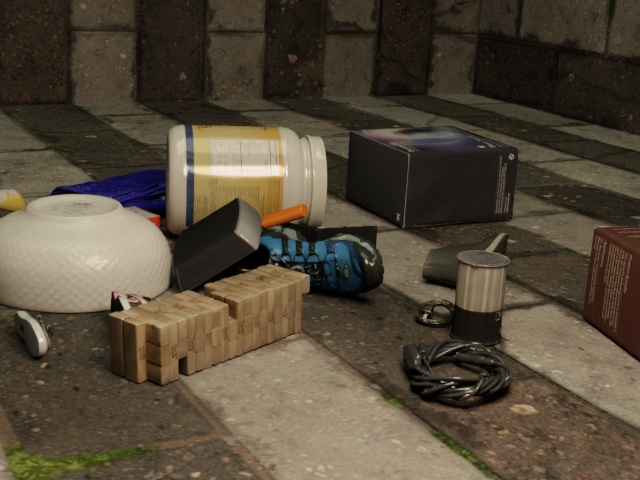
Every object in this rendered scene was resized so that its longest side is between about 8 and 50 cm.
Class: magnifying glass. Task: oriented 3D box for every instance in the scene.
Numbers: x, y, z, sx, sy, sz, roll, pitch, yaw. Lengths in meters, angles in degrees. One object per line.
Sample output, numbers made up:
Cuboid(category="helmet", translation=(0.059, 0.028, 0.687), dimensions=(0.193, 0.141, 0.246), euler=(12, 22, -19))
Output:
Cuboid(category="magnifying glass", translation=(-0.128, -0.025, 1.989), dimensions=(0.231, 0.026, 0.092), euler=(-19, 37, 28))

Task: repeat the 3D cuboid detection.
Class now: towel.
Cuboid(category="towel", translation=(-0.419, -0.109, 2.319), dimensions=(0.228, 0.076, 0.308), euler=(15, 20, 33))

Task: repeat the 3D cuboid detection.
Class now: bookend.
Cuboid(category="bookend", translation=(0.000, 0.000, 2.010), dimensions=(0.157, 0.072, 0.156), euler=(-3, 9, -42))

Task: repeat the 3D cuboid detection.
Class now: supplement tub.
Cuboid(category="supplement tub", translation=(-0.157, -0.121, 2.139), dimensions=(0.316, 0.228, 0.228), euler=(0, 16, -10))

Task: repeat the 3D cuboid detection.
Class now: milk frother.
Cuboid(category="milk frother", translation=(0.226, 0.083, 1.677), dimensions=(0.143, 0.134, 0.129), euler=(5, 16, 8))

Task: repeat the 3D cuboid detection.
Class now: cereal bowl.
Cuboid(category="cereal bowl", translation=(-0.428, 0.006, 1.809), dimensions=(0.339, 0.141, 0.339), euler=(2, 17, -1))

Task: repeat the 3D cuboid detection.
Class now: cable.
Cuboid(category="cable", translation=(0.200, 0.189, 1.484), dimensions=(0.150, 0.047, 0.184), euler=(5, 13, -10))

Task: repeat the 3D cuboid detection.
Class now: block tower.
Cuboid(category="block tower", translation=(-0.156, 0.121, 1.551), dimensions=(0.091, 0.097, 0.335), euler=(16, 22, 37))

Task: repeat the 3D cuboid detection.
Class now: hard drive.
Cuboid(category="hard drive", translation=(-0.191, 0.000, 1.884), dimensions=(0.172, 0.054, 0.254), euler=(-31, 17, 6))

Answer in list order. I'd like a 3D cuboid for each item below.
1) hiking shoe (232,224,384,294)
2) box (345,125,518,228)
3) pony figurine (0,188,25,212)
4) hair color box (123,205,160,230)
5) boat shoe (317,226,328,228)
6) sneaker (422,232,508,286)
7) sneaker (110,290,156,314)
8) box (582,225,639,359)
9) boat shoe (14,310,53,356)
Cuboid(category="hiking shoe", translation=(-0.025, 0.051, 1.826), dimensions=(0.304, 0.113, 0.132), euler=(7, 24, 43))
Cuboid(category="box", translation=(0.254, -0.157, 2.431), dimensions=(0.294, 0.182, 0.296), euler=(-6, 18, -25))
Cuboid(category="pony figurine", translation=(-0.723, -0.115, 1.889), dimensions=(0.303, 0.351, 0.363), euler=(-30, 12, 13))
Cuboid(category="hair color box", translation=(-0.413, -0.025, 2.069), dimensions=(0.093, 0.053, 0.167), euler=(19, 24, 41))
Cuboid(category="boat shoe", translation=(-0.044, -0.003, 2.088), dimensions=(0.137, 0.049, 0.043), euler=(-1, -26, -6))
Cuboid(category="sneaker", translation=(0.278, 0.028, 1.968), dimensions=(0.118, 0.083, 0.222), euler=(10, 19, 24))
Cuboid(category="sneaker", translation=(-0.275, 0.113, 1.589), dimensions=(0.077, 0.072, 0.178), euler=(0, 16, -17))
Cuboid(category="box", translation=(0.552, 0.081, 1.687), dimensions=(0.167, 0.168, 0.203), euler=(0, 17, -14))
Cuboid(category="boat shoe", translation=(-0.418, 0.132, 1.538), dimensions=(0.040, 0.049, 0.142), euler=(-5, 16, -28))
